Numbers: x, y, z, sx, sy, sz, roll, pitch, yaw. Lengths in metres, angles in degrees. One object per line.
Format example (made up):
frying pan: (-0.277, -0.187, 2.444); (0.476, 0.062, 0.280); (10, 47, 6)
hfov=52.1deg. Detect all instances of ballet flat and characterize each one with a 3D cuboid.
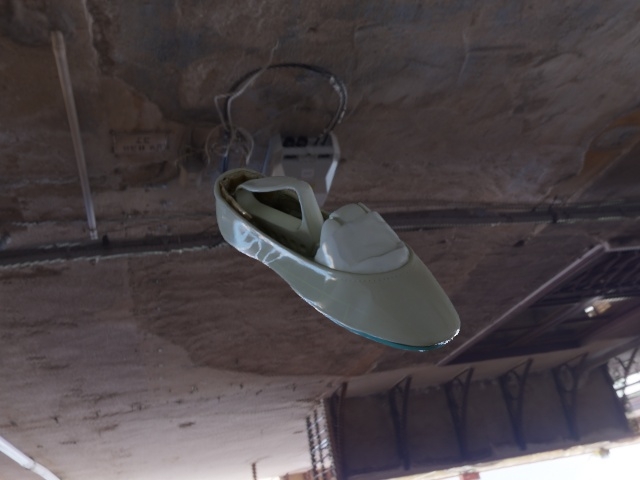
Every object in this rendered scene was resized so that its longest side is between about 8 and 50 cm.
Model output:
ballet flat: (0.000, 0.000, 0.503); (0.249, 0.086, 0.086); (25, -126, 40)
